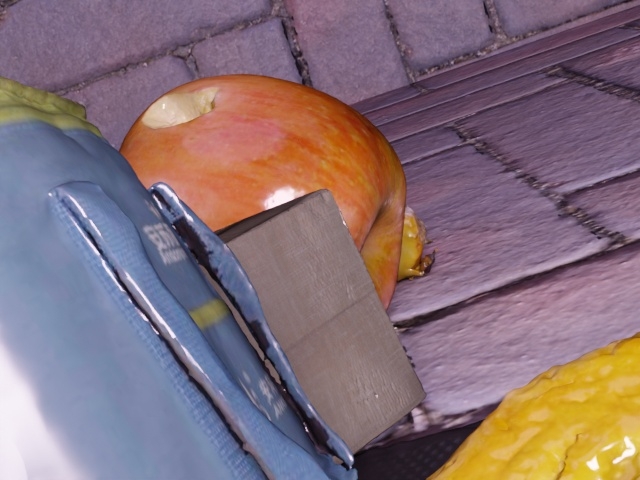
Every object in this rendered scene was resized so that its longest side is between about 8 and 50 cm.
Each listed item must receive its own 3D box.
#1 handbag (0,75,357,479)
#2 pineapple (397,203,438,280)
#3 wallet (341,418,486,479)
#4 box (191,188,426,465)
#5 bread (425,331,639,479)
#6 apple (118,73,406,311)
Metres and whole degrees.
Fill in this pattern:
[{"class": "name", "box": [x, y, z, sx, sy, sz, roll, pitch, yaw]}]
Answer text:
[{"class": "handbag", "box": [-0.123, 0.082, 0.433, 0.222, 0.241, 0.263, -33, 2, 5]}, {"class": "pineapple", "box": [0.000, 0.000, 1.063, 0.186, 0.114, 0.236, -27, 19, -32]}, {"class": "wallet", "box": [0.022, 0.163, 0.536, 0.323, 0.041, 0.247, -22, 11, 11]}, {"class": "box", "box": [-0.084, 0.081, 0.684, 0.149, 0.155, 0.231, -30, 6, -42]}, {"class": "bread", "box": [0.119, 0.124, 0.331, 0.198, 0.120, 0.236, -43, 32, -24]}, {"class": "apple", "box": [-0.059, -0.017, 0.870, 0.241, 0.242, 0.242, 12, 25, 21]}]
